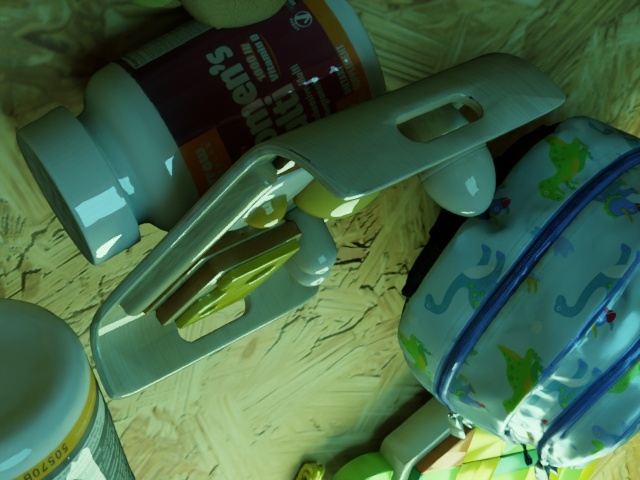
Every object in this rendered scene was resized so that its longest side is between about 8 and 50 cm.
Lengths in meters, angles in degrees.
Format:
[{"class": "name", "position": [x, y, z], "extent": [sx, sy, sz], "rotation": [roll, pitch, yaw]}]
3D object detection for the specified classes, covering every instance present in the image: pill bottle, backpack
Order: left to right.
[{"class": "pill bottle", "position": [-0.212, 0.186, 1.046], "extent": [0.162, 0.162, 0.278], "rotation": [-28, 136, -17]}, {"class": "pill bottle", "position": [-0.077, -0.080, 0.963], "extent": [0.221, 0.121, 0.121], "rotation": [-31, 137, -14]}, {"class": "backpack", "position": [0.192, 0.041, 1.121], "extent": [0.290, 0.273, 0.355], "rotation": [-44, 150, 2]}]

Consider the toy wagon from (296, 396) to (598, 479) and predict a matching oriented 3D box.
[{"class": "toy wagon", "position": [0.128, 0.233, 1.423], "extent": [0.344, 0.068, 0.267], "rotation": [-6, 126, -35]}]

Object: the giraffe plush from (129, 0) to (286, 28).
[{"class": "giraffe plush", "position": [-0.050, -0.194, 0.836], "extent": [0.181, 0.170, 0.210], "rotation": [-15, 139, -27]}]

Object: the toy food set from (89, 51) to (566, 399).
[{"class": "toy food set", "position": [0.000, 0.000, 0.969], "extent": [0.219, 0.092, 0.306], "rotation": [-26, 169, -43]}]
